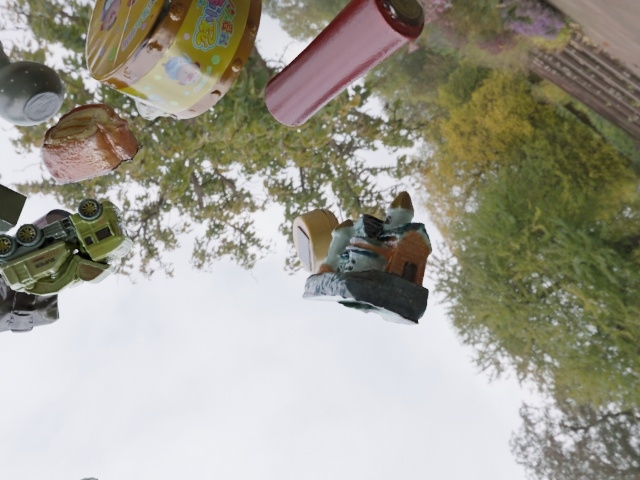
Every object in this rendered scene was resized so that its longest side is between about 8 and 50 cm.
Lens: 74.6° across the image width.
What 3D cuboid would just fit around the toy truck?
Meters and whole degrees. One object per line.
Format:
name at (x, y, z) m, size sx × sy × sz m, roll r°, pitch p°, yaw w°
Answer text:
toy truck at (-0.396, 0.022, 0.659) m, size 0.191 × 0.085 × 0.116 m, roll -27°, pitch -95°, yaw -15°

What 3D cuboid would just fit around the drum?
drum at (-0.355, -0.519, 0.992) m, size 0.214 × 0.431 × 0.431 m, roll 17°, pitch -144°, yaw -50°

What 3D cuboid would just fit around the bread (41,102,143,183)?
bread at (-0.604, -0.263, 1.112) m, size 0.244 × 0.123 × 0.190 m, roll -7°, pitch -125°, yaw 15°

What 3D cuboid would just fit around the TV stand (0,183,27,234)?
TV stand at (-0.760, -0.020, 0.905) m, size 0.083 × 0.269 × 0.088 m, roll 38°, pitch -150°, yaw -45°

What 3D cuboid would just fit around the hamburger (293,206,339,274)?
hamburger at (0.000, 0.000, 1.778) m, size 0.176 × 0.300 × 0.300 m, roll -12°, pitch -126°, yaw -20°

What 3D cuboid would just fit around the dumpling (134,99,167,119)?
dumpling at (-0.586, -0.489, 1.488) m, size 0.108 × 0.188 × 0.127 m, roll 39°, pitch -107°, yaw 8°

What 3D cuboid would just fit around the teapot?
teapot at (-0.826, -0.435, 1.113) m, size 0.251 × 0.183 × 0.183 m, roll 42°, pitch -144°, yaw 2°

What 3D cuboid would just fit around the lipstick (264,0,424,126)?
lipstick at (0.017, -0.223, 0.523) m, size 0.080 × 0.241 × 0.080 m, roll 10°, pitch -108°, yaw -34°

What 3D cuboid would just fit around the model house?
model house at (0.114, 0.018, 0.887) m, size 0.184 × 0.253 × 0.291 m, roll 25°, pitch -105°, yaw -17°

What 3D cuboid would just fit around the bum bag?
bum bag at (-0.691, 0.150, 0.842) m, size 0.340 × 0.144 × 0.095 m, roll -21°, pitch -151°, yaw -10°

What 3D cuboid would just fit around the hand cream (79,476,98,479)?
hand cream at (-0.507, 0.648, 0.893) m, size 0.048 × 0.079 × 0.255 m, roll 2°, pitch -101°, yaw -8°

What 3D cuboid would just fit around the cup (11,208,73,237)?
cup at (-0.893, 0.034, 1.323) m, size 0.203 × 0.288 × 0.203 m, roll 52°, pitch -165°, yaw -19°
